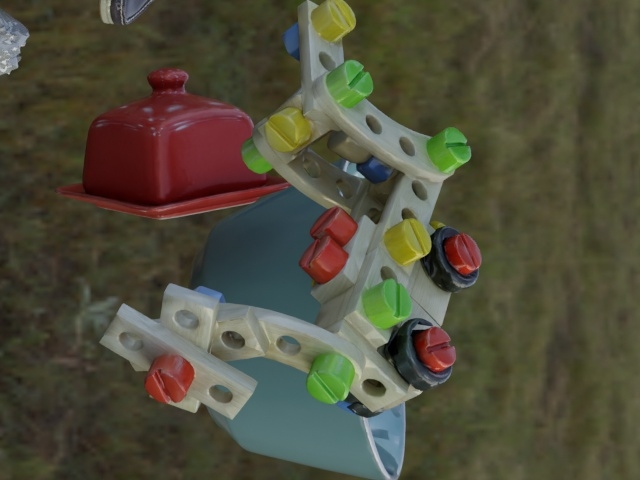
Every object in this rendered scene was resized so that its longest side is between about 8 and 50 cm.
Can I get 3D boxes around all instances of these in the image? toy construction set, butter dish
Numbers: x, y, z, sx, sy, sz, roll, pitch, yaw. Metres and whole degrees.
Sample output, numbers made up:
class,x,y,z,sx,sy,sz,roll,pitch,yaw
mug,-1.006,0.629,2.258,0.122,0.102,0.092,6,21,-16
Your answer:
class,x,y,z,sx,sy,sz,roll,pitch,yaw
toy construction set,0.000,0.000,1.010,0.215,0.151,0.328,44,53,-18
butter dish,-0.127,-0.087,1.234,0.160,0.160,0.118,-12,106,-40

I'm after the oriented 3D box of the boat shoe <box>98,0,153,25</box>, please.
class,x,y,z,sx,sy,sz,roll,pitch,yaw
boat shoe,-0.192,-0.380,1.892,0.103,0.092,0.285,98,18,-51

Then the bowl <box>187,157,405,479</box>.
class,x,y,z,sx,sy,sz,roll,pitch,yaw
bowl,-0.024,0.083,1.380,0.311,0.163,0.312,-9,90,-79

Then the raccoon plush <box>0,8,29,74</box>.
class,x,y,z,sx,sy,sz,roll,pitch,yaw
raccoon plush,-0.549,-0.208,1.392,0.299,0.446,0.216,-54,-178,6
